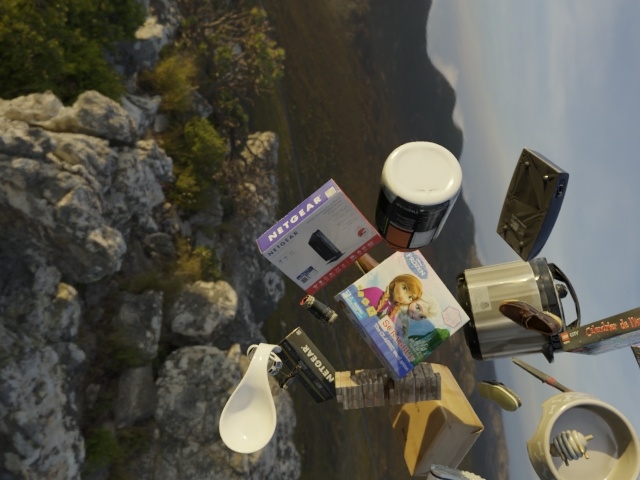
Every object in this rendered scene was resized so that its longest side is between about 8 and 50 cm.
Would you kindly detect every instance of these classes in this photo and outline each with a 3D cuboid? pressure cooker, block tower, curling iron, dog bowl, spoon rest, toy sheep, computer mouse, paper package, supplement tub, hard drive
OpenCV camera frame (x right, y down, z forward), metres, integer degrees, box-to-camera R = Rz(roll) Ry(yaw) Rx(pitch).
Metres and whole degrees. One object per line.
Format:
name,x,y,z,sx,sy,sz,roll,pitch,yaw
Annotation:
pressure cooker,0.754,0.262,1.931,0.375,0.420,0.369,-46,121,-71
block tower,0.219,0.476,1.660,0.097,0.336,0.091,-89,174,-71
curling iron,0.789,0.491,1.775,0.035,0.274,0.068,-59,178,-19
dog bowl,0.858,0.670,1.638,0.102,0.349,0.348,91,-6,-75
spoon rest,-0.160,0.374,1.238,0.084,0.137,0.276,78,19,-54
toy sheep,0.738,0.604,1.492,0.091,0.132,0.091,51,22,-30
computer mouse,-0.167,0.426,1.763,0.193,0.106,0.042,35,14,9
paper package,0.431,0.698,1.970,0.325,0.168,0.309,-113,-137,-61
supplement tub,0.244,-0.098,1.334,0.316,0.194,0.193,91,-4,-66
hard drive,0.541,-0.091,1.300,0.172,0.054,0.254,-112,-156,-55

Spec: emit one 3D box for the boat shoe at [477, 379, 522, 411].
boat shoe,0.667,0.561,1.861,0.228,0.069,0.081,-177,-104,-74

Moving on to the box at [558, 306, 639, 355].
box,0.672,0.196,1.110,0.159,0.233,0.044,14,56,-37

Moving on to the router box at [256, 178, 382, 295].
router box,0.000,0.000,1.752,0.301,0.335,0.082,44,10,-41

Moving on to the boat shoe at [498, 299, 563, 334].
boat shoe,0.587,0.218,1.435,0.060,0.178,0.064,-19,120,-44

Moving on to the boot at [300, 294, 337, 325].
boot,-0.016,0.340,2.529,0.179,0.085,0.236,37,-10,-6

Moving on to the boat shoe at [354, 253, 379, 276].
boat shoe,0.251,0.136,1.952,0.307,0.104,0.110,47,24,-6

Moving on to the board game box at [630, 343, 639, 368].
board game box,1.269,0.397,1.834,0.232,0.141,0.291,-50,119,-25

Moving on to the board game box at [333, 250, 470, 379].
board game box,0.261,0.216,1.610,0.318,0.318,0.066,53,-22,5

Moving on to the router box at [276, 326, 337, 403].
router box,-0.050,0.524,2.112,0.309,0.081,0.243,50,-28,5

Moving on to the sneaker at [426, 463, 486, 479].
sneaker,0.461,0.815,1.663,0.090,0.235,0.094,23,84,-85
